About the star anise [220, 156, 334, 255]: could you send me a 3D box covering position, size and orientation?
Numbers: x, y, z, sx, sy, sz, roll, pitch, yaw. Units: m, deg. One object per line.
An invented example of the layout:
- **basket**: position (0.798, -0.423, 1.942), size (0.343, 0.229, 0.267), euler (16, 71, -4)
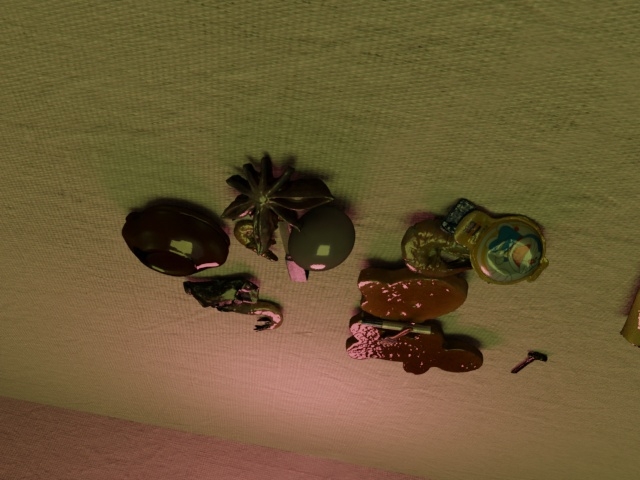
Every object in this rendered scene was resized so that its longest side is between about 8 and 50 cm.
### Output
- **star anise**: position (-0.118, -0.090, 1.398), size (0.198, 0.110, 0.257), euler (45, 122, -6)

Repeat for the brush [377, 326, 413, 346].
- **brush**: position (0.224, 0.280, 1.810), size (0.043, 0.014, 0.170), euler (22, 149, -15)

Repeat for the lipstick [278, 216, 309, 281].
- **lipstick**: position (-0.073, 0.000, 1.576), size (0.051, 0.051, 0.312), euler (5, 144, 12)

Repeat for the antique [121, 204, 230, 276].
- **antique**: position (-0.379, 0.006, 1.602), size (0.278, 0.129, 0.223), euler (9, 149, 7)

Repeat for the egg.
- **egg**: position (0.000, 0.000, 1.462), size (0.146, 0.146, 0.199), euler (27, 141, -22)

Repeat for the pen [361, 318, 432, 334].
- **pen**: position (0.221, 0.249, 1.794), size (0.204, 0.025, 0.025), euler (6, 146, 11)

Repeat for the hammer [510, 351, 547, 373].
- **hammer**: position (0.658, 0.400, 1.974), size (0.065, 0.021, 0.178), euler (13, 147, -4)

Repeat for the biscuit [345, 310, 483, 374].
- **biscuit**: position (0.295, 0.329, 1.937), size (0.432, 0.064, 0.283), euler (10, 142, 2)

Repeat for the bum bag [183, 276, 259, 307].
- **bum bag**: position (-0.295, 0.157, 1.853), size (0.248, 0.069, 0.102), euler (-3, 145, 24)

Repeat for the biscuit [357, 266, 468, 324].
- **biscuit**: position (0.227, 0.138, 1.670), size (0.288, 0.057, 0.344), euler (19, 151, -16)

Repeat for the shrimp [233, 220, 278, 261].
- **shrimp**: position (-0.154, -0.001, 1.616), size (0.095, 0.045, 0.162), euler (-37, 121, 24)

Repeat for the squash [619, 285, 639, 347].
- **squash**: position (0.821, 0.170, 1.494), size (0.137, 0.137, 0.287), euler (0, 143, 16)

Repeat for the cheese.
- **cheese**: position (0.398, 0.007, 1.402), size (0.270, 0.069, 0.177), euler (32, 111, -10)

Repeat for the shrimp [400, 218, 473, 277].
- **shrimp**: position (0.314, 0.030, 1.460), size (0.267, 0.061, 0.145), euler (9, 109, -20)

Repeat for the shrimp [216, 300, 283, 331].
- **shrimp**: position (-0.225, 0.237, 1.975), size (0.220, 0.046, 0.152), euler (7, 143, 6)
